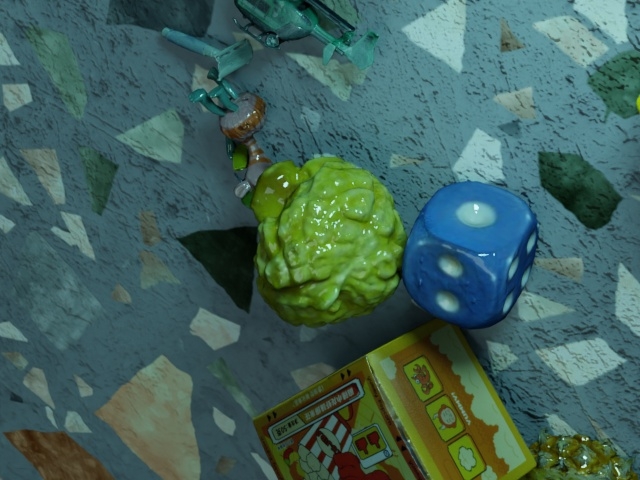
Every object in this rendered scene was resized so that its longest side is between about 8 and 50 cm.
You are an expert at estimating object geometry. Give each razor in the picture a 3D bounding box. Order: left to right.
[{"bbox_3d":[-0.165,-0.266,1.960,0.135,0.068,0.040,26,133,30],"label":"razor"}]

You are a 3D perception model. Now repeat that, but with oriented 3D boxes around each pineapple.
[{"bbox_3d":[0.343,0.334,2.072,0.233,0.079,0.135,-16,119,35],"label":"pineapple"}]

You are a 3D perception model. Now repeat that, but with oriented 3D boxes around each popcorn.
[{"bbox_3d":[0.000,0.000,1.942,0.251,0.206,0.237,39,150,63],"label":"popcorn"}]

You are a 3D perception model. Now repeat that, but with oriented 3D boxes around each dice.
[{"bbox_3d":[0.196,0.019,1.870,0.143,0.146,0.146,23,134,19],"label":"dice"}]

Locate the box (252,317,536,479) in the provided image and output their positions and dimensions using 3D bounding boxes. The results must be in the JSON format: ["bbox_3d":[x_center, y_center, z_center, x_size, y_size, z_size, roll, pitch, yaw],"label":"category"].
[{"bbox_3d":[0.098,0.291,2.056,0.283,0.214,0.259,-35,83,44],"label":"box"}]

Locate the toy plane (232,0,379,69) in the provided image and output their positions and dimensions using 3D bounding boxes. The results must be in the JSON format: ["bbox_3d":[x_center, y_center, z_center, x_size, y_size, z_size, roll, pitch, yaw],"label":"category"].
[{"bbox_3d":[-0.030,-0.287,1.849,0.235,0.060,0.096,36,122,11],"label":"toy plane"}]

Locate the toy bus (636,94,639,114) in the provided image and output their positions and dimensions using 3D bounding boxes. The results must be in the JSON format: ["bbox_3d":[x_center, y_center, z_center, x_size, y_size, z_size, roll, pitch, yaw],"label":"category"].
[{"bbox_3d":[0.514,-0.160,1.523,0.330,0.144,0.152,-15,112,42],"label":"toy bus"}]

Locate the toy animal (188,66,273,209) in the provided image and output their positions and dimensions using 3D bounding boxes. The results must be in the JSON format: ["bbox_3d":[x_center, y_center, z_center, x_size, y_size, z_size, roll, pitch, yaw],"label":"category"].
[{"bbox_3d":[-0.113,-0.142,1.996,0.103,0.100,0.208,20,145,50],"label":"toy animal"}]
